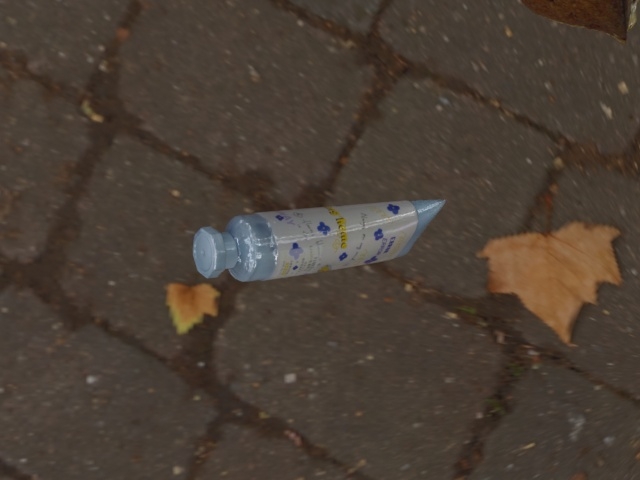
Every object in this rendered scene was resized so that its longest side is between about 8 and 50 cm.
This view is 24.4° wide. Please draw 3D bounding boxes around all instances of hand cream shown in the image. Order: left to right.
[{"bbox_3d":[0.000,0.000,0.959,0.065,0.171,0.043,-55,49,48],"label":"hand cream"}]

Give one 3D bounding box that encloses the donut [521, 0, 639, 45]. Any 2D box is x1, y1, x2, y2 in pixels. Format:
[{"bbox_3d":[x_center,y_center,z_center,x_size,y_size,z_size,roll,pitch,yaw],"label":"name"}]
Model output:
[{"bbox_3d":[0.207,-0.297,1.176,0.112,0.151,0.295,2,104,12],"label":"donut"}]
